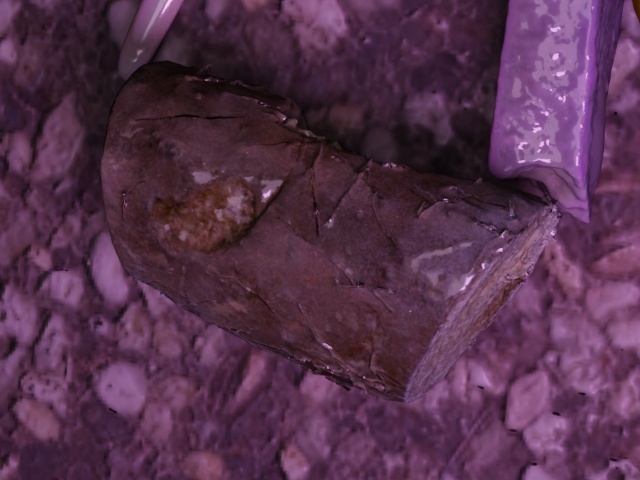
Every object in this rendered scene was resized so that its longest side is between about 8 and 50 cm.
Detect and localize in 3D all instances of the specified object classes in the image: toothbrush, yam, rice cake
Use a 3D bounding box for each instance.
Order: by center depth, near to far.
[{"bbox_3d":[0.146,-0.210,1.069,0.064,0.070,0.399,8,95,19],"label":"rice cake"},{"bbox_3d":[0.000,0.000,1.082,0.254,0.154,0.154,19,98,18],"label":"yam"},{"bbox_3d":[-0.054,-0.233,1.142,0.025,0.029,0.307,31,101,16],"label":"toothbrush"}]

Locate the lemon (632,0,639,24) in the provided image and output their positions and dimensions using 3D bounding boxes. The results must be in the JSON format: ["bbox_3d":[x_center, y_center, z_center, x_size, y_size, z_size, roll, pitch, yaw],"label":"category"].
[{"bbox_3d":[0.285,-0.132,0.945,0.245,0.245,0.320,-38,89,14],"label":"lemon"}]
